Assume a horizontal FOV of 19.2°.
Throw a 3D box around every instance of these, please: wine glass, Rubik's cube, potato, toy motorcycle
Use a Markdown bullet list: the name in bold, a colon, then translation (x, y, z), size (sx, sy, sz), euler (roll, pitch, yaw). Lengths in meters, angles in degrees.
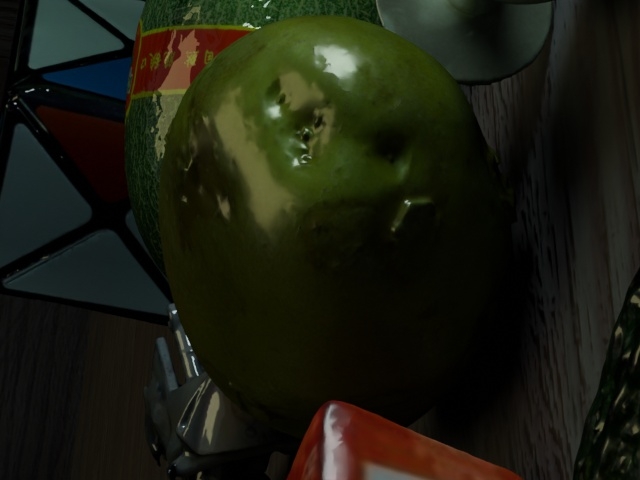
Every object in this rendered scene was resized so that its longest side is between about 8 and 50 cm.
- **wine glass**: translation (0.088, -0.144, 0.800), size (0.202, 0.093, 0.093), euler (122, 156, -66)
- **Rubik's cube**: translation (-0.208, -0.090, 1.926), size (0.246, 0.250, 0.248), euler (-95, 21, -55)
- **potato**: translation (0.000, 0.000, 0.893), size (0.148, 0.186, 0.253), euler (-41, -29, -29)
- **toy motorcycle**: translation (-0.061, 0.142, 1.282), size (0.159, 0.106, 0.270), euler (-117, 21, -54)

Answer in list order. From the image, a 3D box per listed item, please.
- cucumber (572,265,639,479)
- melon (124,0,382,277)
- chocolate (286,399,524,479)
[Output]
- **cucumber**: translation (0.114, 0.037, 0.525), size (0.077, 0.077, 0.265), euler (-98, 22, -60)
- **melon**: translation (-0.022, -0.074, 1.087), size (0.182, 0.182, 0.288), euler (140, 136, -74)
- **chocolate**: translation (0.016, 0.229, 0.787), size (0.237, 0.108, 0.235), euler (-92, 16, -45)
